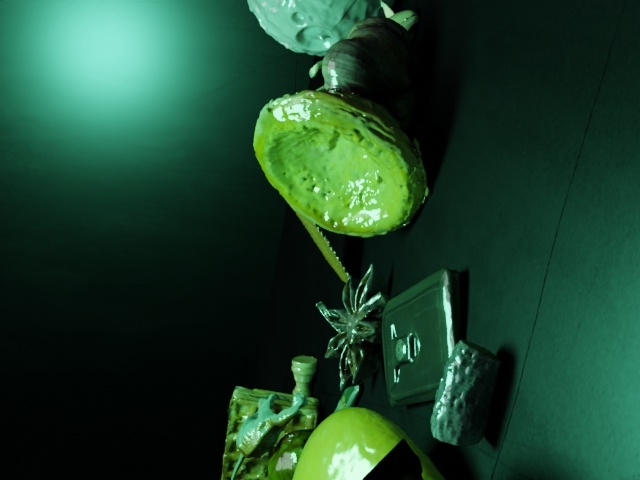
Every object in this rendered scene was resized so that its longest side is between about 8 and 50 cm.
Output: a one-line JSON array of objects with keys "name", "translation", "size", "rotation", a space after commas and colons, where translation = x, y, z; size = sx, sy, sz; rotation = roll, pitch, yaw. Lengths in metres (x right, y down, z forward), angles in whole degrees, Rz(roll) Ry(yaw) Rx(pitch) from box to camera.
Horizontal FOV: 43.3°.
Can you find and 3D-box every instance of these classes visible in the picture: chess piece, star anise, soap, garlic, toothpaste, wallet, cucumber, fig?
[{"name": "chess piece", "translation": [-0.044, 0.357, 2.027], "size": [0.066, 0.066, 0.122], "rotation": [-123, 37, -77]}, {"name": "star anise", "translation": [0.066, 0.152, 1.426], "size": [0.262, 0.081, 0.230], "rotation": [-166, 84, -70]}, {"name": "soap", "translation": [0.073, 0.390, 0.948], "size": [0.427, 0.115, 0.306], "rotation": [44, 123, 55]}, {"name": "garlic", "translation": [0.097, -0.269, 1.408], "size": [0.245, 0.160, 0.245], "rotation": [-43, -35, -42]}, {"name": "toothpaste", "translation": [0.045, 0.331, 1.564], "size": [0.049, 0.031, 0.204], "rotation": [-93, 16, -47]}, {"name": "wallet", "translation": [0.137, 0.138, 1.112], "size": [0.245, 0.052, 0.169], "rotation": [130, 144, -69]}, {"name": "cucumber", "translation": [0.158, 0.165, 0.879], "size": [0.064, 0.064, 0.112], "rotation": [-119, 39, -76]}, {"name": "fig", "translation": [-0.036, 0.470, 1.643], "size": [0.154, 0.144, 0.166], "rotation": [10, 102, 45]}]

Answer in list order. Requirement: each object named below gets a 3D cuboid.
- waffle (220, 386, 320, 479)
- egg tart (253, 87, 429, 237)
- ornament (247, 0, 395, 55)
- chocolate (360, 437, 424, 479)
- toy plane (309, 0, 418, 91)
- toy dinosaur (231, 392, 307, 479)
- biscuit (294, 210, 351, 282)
[{"name": "waffle", "translation": [-0.128, 0.508, 1.900], "size": [0.091, 0.212, 0.308], "rotation": [-77, -4, -78]}, {"name": "egg tart", "translation": [0.039, -0.139, 1.312], "size": [0.120, 0.315, 0.315], "rotation": [-60, -6, -36]}, {"name": "ornament", "translation": [0.003, -0.549, 1.704], "size": [0.337, 0.337, 0.337], "rotation": [-171, 90, -81]}, {"name": "chocolate", "translation": [0.067, 0.328, 0.780], "size": [0.206, 0.177, 0.224], "rotation": [-28, -20, -49]}, {"name": "toy plane", "translation": [0.090, -0.359, 1.565], "size": [0.256, 0.242, 0.104], "rotation": [-48, 66, 33]}, {"name": "toy dinosaur", "translation": [-0.128, 0.414, 1.746], "size": [0.393, 0.092, 0.205], "rotation": [-47, 3, 34]}, {"name": "biscuit", "translation": [0.000, 0.000, 1.760], "size": [0.232, 0.013, 0.237], "rotation": [56, 176, -7]}]
